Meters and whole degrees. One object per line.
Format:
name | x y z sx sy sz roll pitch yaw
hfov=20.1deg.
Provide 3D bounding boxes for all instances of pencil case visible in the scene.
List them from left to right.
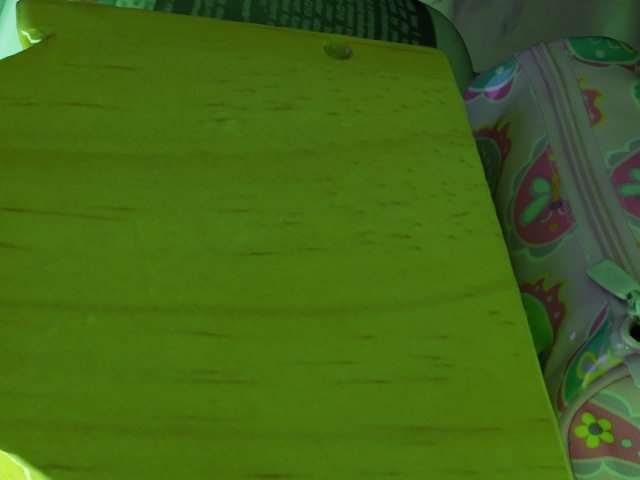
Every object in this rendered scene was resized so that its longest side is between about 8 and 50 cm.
pencil case | 0.146 0.010 0.893 0.124 0.124 0.284 -59 23 30

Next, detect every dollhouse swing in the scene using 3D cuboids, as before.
dollhouse swing | -0.031 0.118 0.876 0.347 0.315 0.305 -101 23 -44

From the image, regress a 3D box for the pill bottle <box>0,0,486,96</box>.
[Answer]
pill bottle | -0.037 -0.074 1.095 0.210 0.363 0.210 -52 27 40
